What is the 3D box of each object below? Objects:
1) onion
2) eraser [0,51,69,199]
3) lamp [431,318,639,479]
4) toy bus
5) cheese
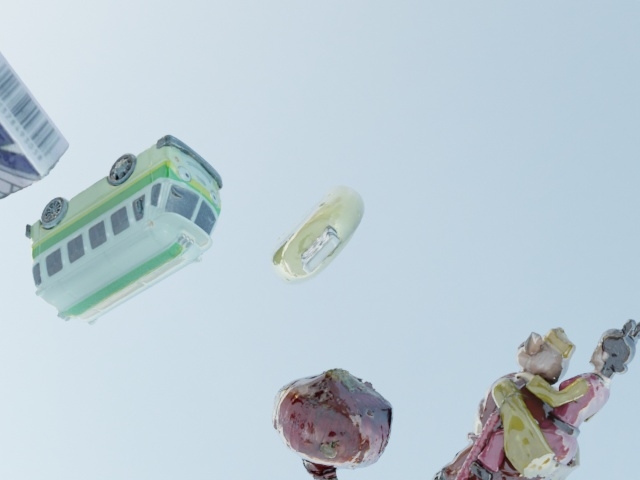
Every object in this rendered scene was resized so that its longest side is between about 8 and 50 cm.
[{"bbox_3d":[0.009,0.158,0.760,0.107,0.107,0.097,9,-100,31],"label":"onion"},{"bbox_3d":[-0.316,-0.129,0.716,0.124,0.068,0.210,-15,-58,28],"label":"eraser"},{"bbox_3d":[0.214,0.168,0.874,0.118,0.118,0.253,30,-87,21],"label":"lamp"},{"bbox_3d":[-0.271,-0.007,1.241,0.276,0.133,0.165,-29,-131,20],"label":"toy bus"},{"bbox_3d":[0.000,0.000,0.880,0.050,0.255,0.127,44,-89,-5],"label":"cheese"}]
